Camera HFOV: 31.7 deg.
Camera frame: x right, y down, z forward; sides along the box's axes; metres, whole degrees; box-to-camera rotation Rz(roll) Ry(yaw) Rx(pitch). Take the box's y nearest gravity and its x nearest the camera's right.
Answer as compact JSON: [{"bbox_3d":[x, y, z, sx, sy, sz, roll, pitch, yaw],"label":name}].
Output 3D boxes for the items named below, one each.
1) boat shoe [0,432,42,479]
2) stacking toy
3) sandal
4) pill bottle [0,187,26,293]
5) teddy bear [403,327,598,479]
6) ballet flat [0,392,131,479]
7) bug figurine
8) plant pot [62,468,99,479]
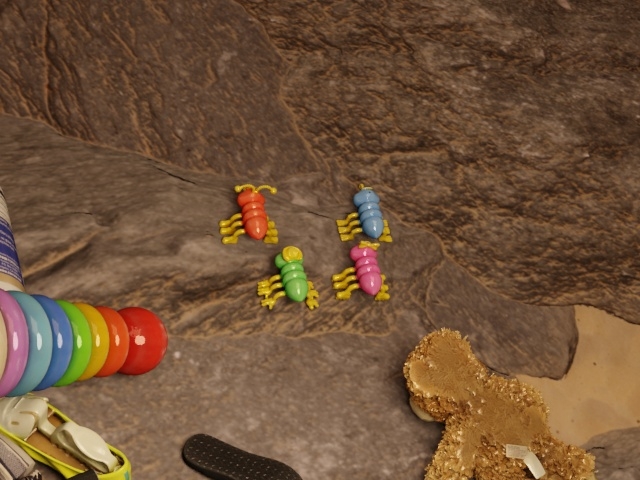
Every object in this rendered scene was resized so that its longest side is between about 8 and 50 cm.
[{"bbox_3d":[-0.475,0.210,1.249,0.340,0.158,0.127,31,90,3],"label":"boat shoe"},{"bbox_3d":[-0.314,0.119,1.368,0.330,0.141,0.141,3,48,-54],"label":"stacking toy"},{"bbox_3d":[-0.094,0.302,1.433,0.179,0.040,0.067,23,42,16],"label":"sandal"},{"bbox_3d":[-0.471,0.000,1.438,0.153,0.153,0.265,-6,56,-25],"label":"pill bottle"},{"bbox_3d":[0.238,0.277,1.548,0.338,0.113,0.245,32,56,-6],"label":"teddy bear"},{"bbox_3d":[-0.326,0.231,1.364,0.231,0.077,0.077,31,50,4],"label":"ballet flat"},{"bbox_3d":[0.000,0.000,1.676,0.279,0.072,0.216,-2,55,-23],"label":"bug figurine"},{"bbox_3d":[-0.301,0.380,1.168,0.167,0.187,0.188,-9,54,-34],"label":"plant pot"}]
